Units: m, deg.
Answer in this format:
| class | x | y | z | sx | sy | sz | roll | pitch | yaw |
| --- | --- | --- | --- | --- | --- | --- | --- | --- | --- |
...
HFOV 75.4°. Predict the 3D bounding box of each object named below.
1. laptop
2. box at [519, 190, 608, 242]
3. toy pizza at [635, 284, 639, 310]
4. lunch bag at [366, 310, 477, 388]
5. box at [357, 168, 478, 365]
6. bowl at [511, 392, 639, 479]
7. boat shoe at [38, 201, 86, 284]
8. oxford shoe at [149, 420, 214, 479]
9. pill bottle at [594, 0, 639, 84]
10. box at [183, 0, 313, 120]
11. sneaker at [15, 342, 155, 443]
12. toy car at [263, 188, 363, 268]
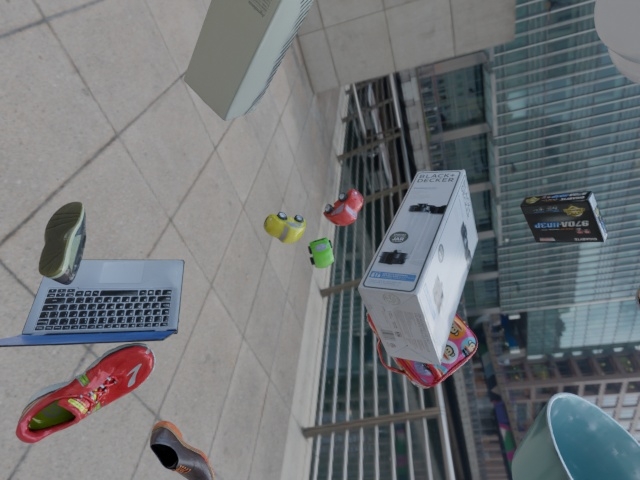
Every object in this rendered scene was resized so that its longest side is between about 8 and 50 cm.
| class | x | y | z | sx | sy | sz | roll | pitch | yaw |
| --- | --- | --- | --- | --- | --- | --- | --- | --- | --- |
| laptop | -0.568 | 0.139 | 1.058 | 0.236 | 0.382 | 0.407 | 105 | -19 | -46 |
| box | 0.811 | -0.073 | 1.388 | 0.051 | 0.220 | 0.175 | -46 | 114 | -26 |
| toy pizza | 0.539 | 0.045 | 0.565 | 0.032 | 0.201 | 0.201 | 53 | 18 | -5 |
| lunch bag | 0.280 | 0.280 | 1.232 | 0.293 | 0.258 | 0.120 | 51 | -11 | 20 |
| box | 0.176 | 0.031 | 0.680 | 0.290 | 0.087 | 0.169 | -56 | 135 | -39 |
| bowl | 0.473 | 0.455 | 0.741 | 0.312 | 0.163 | 0.311 | 23 | 35 | -18 |
| boat shoe | -0.599 | 0.006 | 0.981 | 0.073 | 0.080 | 0.223 | 80 | -1 | -52 |
| oxford shoe | -0.435 | 0.690 | 1.283 | 0.271 | 0.097 | 0.098 | 52 | 4 | -14 |
| pill bottle | 0.289 | -0.164 | 0.311 | 0.180 | 0.108 | 0.107 | -6 | 85 | -36 |
| box | -0.113 | -0.336 | 0.663 | 0.113 | 0.275 | 0.094 | 46 | 42 | 2 |
| sneaker | -0.466 | 0.316 | 0.839 | 0.107 | 0.279 | 0.118 | 63 | -14 | -14 |
| toy car | 0.000 | 0.000 | 0.994 | 0.225 | 0.239 | 0.053 | 79 | -8 | -47 |
